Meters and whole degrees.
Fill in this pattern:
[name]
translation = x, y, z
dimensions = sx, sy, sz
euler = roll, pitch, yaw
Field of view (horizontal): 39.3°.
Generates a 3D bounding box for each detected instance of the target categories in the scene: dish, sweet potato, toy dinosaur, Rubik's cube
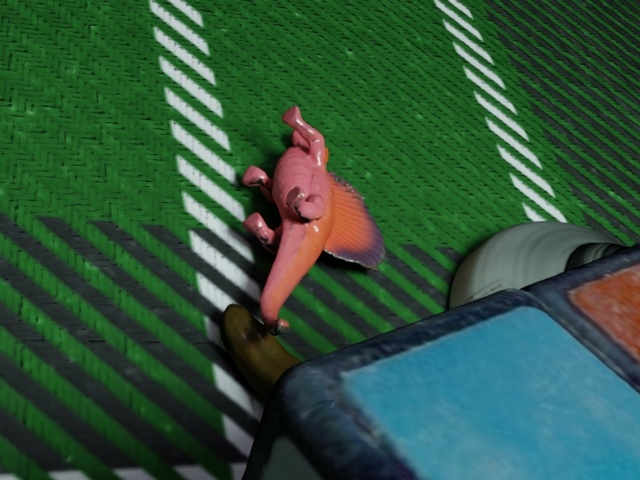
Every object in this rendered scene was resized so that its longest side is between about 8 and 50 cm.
[dish]
translation = 0.267, 0.072, 0.807
dimensions = 0.273, 0.134, 0.273
euler = 16, 49, -19
[sweet potato]
translation = -0.021, 0.117, 0.658
dimensions = 0.053, 0.054, 0.182
euler = -3, 53, -43
[toy dinosaur]
translation = 0.005, 0.001, 0.767
dimensions = 0.139, 0.070, 0.286
euler = 36, 32, -31
[Rubik's cube]
translation = 0.142, 0.226, 0.433
dimensions = 0.316, 0.313, 0.318
euler = -14, 46, -39
